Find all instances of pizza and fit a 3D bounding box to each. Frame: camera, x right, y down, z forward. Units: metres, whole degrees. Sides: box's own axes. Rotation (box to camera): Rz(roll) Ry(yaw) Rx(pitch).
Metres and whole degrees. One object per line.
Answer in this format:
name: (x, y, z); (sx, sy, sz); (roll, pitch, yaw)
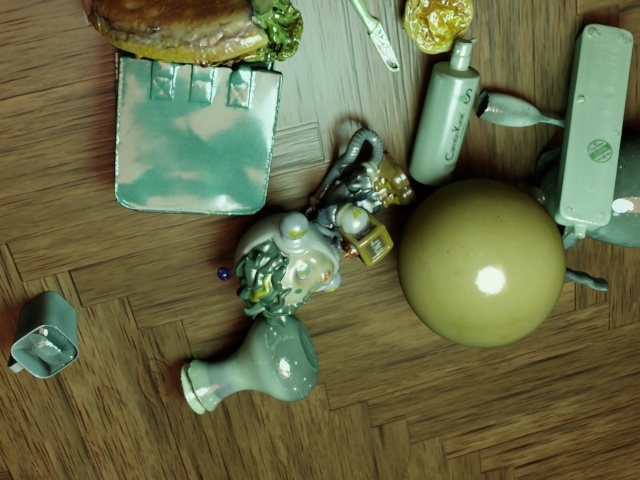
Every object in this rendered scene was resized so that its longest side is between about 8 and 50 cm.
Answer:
pizza: (-0.214, -0.328, 1.257); (0.305, 0.161, 0.086); (13, 148, 20)

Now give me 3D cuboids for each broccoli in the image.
broccoli: (-0.091, -0.343, 1.318); (0.130, 0.120, 0.131); (10, 77, -2)

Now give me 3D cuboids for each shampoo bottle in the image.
shampoo bottle: (0.222, -0.227, 1.472); (0.085, 0.085, 0.262); (0, 124, -15)

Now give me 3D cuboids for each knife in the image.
knife: (0.087, -0.369, 1.415); (0.030, 0.014, 0.207); (-32, 123, 4)

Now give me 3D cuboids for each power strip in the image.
power strip: (0.476, -0.190, 1.465); (0.091, 0.062, 0.385); (10, 80, 1)

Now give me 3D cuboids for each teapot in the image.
teapot: (0.525, -0.069, 1.611); (0.285, 0.223, 0.305); (-2, 146, -6)
teapot: (-0.137, 0.246, 1.615); (0.250, 0.183, 0.183); (-20, 122, 11)

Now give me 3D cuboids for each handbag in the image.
handbag: (-0.208, -0.182, 1.395); (0.268, 0.100, 0.274); (0, 117, -11)

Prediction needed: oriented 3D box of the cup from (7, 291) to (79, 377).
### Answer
cup: (-0.501, 0.176, 1.490); (0.128, 0.129, 0.095); (-35, 121, 6)

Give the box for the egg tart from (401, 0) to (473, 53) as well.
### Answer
egg tart: (0.194, -0.382, 1.413); (0.130, 0.052, 0.130); (-7, 121, -13)

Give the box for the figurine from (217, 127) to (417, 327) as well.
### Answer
figurine: (0.002, 0.003, 1.505); (0.382, 0.186, 0.261); (-34, 132, -2)

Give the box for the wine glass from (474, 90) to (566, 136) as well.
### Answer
wine glass: (0.382, -0.233, 1.545); (0.198, 0.066, 0.066); (10, 115, -17)

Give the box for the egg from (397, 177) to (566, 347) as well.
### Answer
egg: (0.293, 0.045, 1.524); (0.301, 0.301, 0.374); (-32, 162, 4)
